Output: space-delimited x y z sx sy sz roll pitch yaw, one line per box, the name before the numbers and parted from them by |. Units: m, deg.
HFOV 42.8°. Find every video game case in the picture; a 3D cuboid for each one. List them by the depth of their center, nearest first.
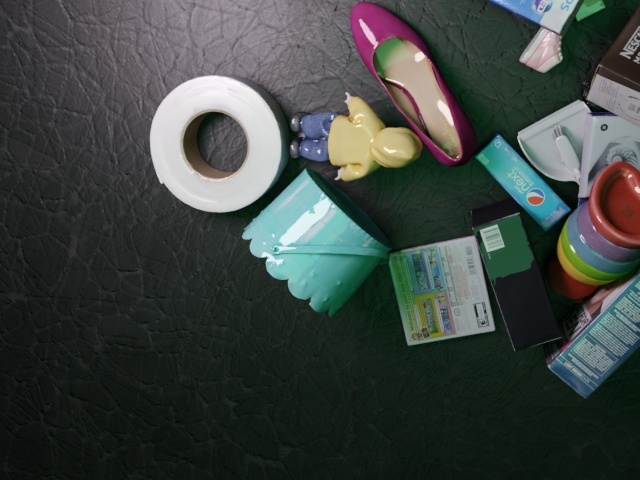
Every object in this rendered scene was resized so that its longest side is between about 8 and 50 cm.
video game case | 0.259 0.109 1.751 0.193 0.023 0.212 -12 101 12

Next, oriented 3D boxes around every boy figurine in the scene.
boy figurine | 0.070 -0.203 1.617 0.285 0.092 0.177 9 104 34

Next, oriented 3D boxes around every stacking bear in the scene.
stacking bear | 0.532 0.015 1.576 0.175 0.164 0.289 48 151 18

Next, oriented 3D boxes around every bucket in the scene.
bucket | 0.000 0.000 1.649 0.281 0.281 0.183 43 101 -2

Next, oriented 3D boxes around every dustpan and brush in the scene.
dustpan and brush | 0.503 -0.153 1.626 0.147 0.060 0.211 -28 116 15

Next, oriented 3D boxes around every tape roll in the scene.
tape roll | -0.210 -0.205 1.719 0.286 0.100 0.286 2 104 9

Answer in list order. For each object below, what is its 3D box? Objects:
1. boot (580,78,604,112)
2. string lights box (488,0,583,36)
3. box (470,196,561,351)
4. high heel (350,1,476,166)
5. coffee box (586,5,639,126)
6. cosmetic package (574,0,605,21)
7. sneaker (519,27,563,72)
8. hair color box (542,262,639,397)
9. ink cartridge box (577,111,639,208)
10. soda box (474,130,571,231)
boot | 0.573 -0.270 1.598 0.099 0.045 0.121 -22 94 13
string lights box | 0.370 -0.500 1.532 0.259 0.076 0.133 32 107 15
box | 0.387 0.062 1.635 0.103 0.184 0.261 -19 99 10
high heel | 0.180 -0.311 1.584 0.127 0.181 0.377 -40 94 16
coffee box | 0.661 -0.276 1.474 0.297 0.119 0.168 32 74 17
cosmetic package | 0.493 -0.484 1.563 0.060 0.041 0.115 -26 97 15
sneaker | 0.455 -0.388 1.589 0.070 0.051 0.134 33 107 -3
hair color box | 0.599 0.133 1.620 0.105 0.174 0.347 40 106 0
ink cartridge box | 0.620 -0.139 1.586 0.223 0.045 0.224 -2 112 0
soda box | 0.406 -0.120 1.647 0.067 0.071 0.210 -43 93 16
